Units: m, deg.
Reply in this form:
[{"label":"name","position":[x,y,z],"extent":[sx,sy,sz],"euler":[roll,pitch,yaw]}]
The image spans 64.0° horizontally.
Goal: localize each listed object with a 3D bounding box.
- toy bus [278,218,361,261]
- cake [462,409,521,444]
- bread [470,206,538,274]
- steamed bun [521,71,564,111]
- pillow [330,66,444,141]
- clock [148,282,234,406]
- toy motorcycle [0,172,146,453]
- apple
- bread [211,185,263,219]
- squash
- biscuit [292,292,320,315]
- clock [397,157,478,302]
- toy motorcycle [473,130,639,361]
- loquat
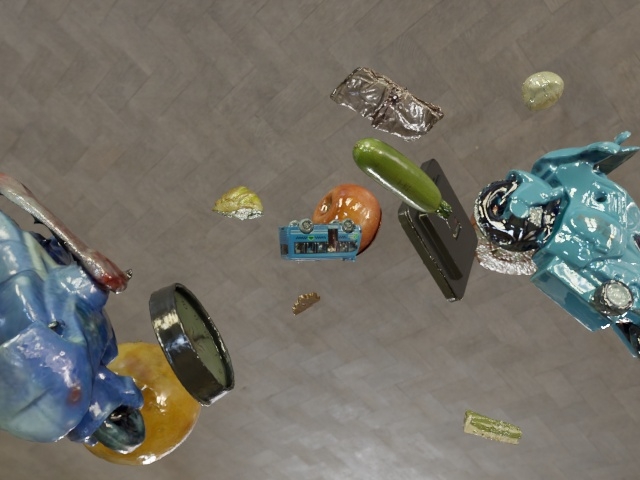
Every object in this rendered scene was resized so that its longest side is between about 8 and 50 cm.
[{"label":"toy bus","position":[0.000,0.000,1.583],"extent":[0.247,0.113,0.134],"euler":[-1,90,-23]},{"label":"cake","position":[0.404,0.445,1.219],"extent":[0.140,0.055,0.051],"euler":[16,89,-2]},{"label":"bread","position":[0.678,-0.013,1.826],"extent":[0.295,0.114,0.327],"euler":[-12,129,37]},{"label":"steamed bun","position":[0.663,-0.454,1.531],"extent":[0.113,0.090,0.130],"euler":[-14,156,10]},{"label":"pillow","position":[0.154,-0.301,1.168],"extent":[0.249,0.049,0.135],"euler":[20,149,-26]},{"label":"clock","position":[-0.182,0.146,0.741],"extent":[0.040,0.184,0.184],"euler":[-28,117,-2]},{"label":"toy motorcycle","position":[-0.313,0.085,0.508],"extent":[0.319,0.241,0.182],"euler":[47,109,23]},{"label":"apple","position":[0.086,-0.075,1.847],"extent":[0.206,0.251,0.271],"euler":[32,99,-35]},{"label":"bread","position":[-0.226,-0.105,1.422],"extent":[0.157,0.094,0.083],"euler":[17,172,33]},{"label":"squash","position":[0.145,-0.109,0.903],"extent":[0.066,0.066,0.252],"euler":[-32,136,32]},{"label":"biscuit","position":[-0.043,0.169,1.373],"extent":[0.092,0.082,0.016],"euler":[-47,57,29]},{"label":"clock","position":[0.299,-0.032,1.231],"extent":[0.049,0.278,0.273],"euler":[-19,115,37]},{"label":"toy motorcycle","position":[0.294,0.006,0.500],"extent":[0.272,0.182,0.123],"euler":[43,161,11]},{"label":"loquat","position":[-0.386,0.341,1.087],"extent":[0.263,0.263,0.262],"euler":[8,126,11]}]
